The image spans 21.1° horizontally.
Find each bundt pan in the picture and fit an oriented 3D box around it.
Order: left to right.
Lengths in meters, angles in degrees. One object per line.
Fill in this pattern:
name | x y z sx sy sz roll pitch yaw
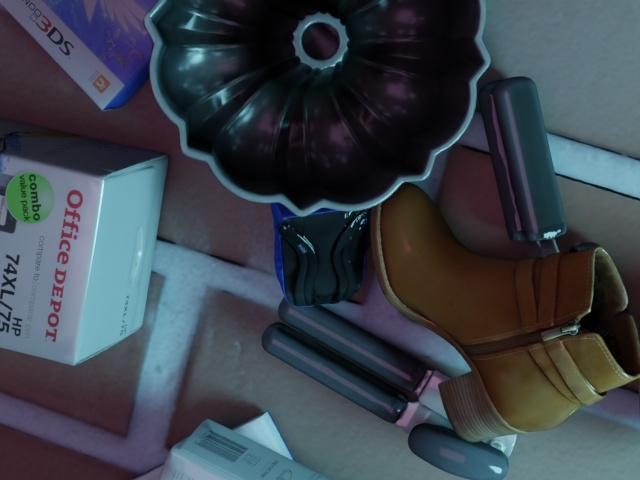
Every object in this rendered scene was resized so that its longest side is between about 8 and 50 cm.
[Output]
bundt pan | -0.011 -0.191 1.659 0.331 0.124 0.331 -1 95 -10

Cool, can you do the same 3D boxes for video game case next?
video game case | -0.211 -0.313 1.765 0.244 0.061 0.269 46 106 3

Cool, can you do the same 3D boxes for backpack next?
backpack | 0.000 0.000 1.732 0.098 0.101 0.120 -6 124 -4

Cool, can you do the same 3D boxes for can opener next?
can opener | 0.070 0.152 1.738 0.283 0.095 0.076 30 103 2
can opener | 0.225 -0.027 1.698 0.093 0.074 0.280 -19 95 -18

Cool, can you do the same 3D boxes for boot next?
boot | 0.174 0.044 1.635 0.220 0.109 0.283 -29 75 45

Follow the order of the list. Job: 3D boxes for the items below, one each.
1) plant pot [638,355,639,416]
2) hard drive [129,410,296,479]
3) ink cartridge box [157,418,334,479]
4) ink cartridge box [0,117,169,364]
plant pot | 0.394 0.158 1.612 0.165 0.167 0.167 -3 97 20
hard drive | -0.072 0.369 1.834 0.210 0.040 0.318 -28 90 16
ink cartridge box | -0.071 0.386 1.747 0.272 0.130 0.309 25 103 9
ink cartridge box | -0.323 -0.012 1.764 0.270 0.197 0.198 12 101 12
